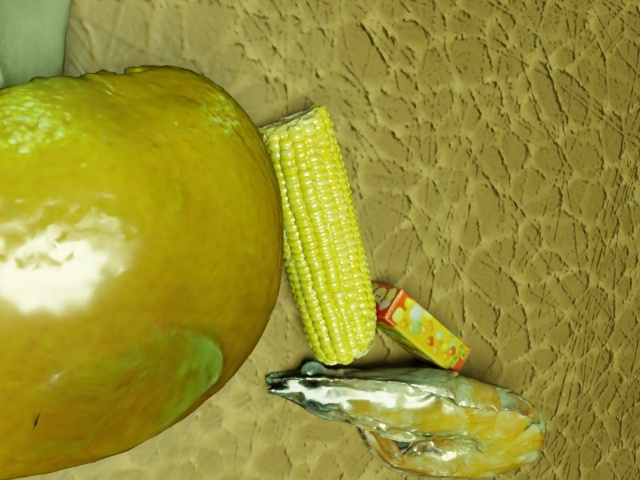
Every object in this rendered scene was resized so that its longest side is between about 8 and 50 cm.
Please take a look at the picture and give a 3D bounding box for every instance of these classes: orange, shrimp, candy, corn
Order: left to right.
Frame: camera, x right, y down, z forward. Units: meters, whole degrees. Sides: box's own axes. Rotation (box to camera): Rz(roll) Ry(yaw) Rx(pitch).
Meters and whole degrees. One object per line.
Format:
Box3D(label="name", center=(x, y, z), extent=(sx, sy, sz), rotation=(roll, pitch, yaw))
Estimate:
Box3D(label="orange", center=(-0.160, 0.024, 0.386), extent=(0.334, 0.196, 0.263), rotation=(-10, 119, -31))
Box3D(label="corn", center=(0.000, 0.000, 0.559), extent=(0.081, 0.081, 0.249), rotation=(-19, 104, -23))
Box3D(label="shrimp", center=(0.088, 0.198, 0.626), extent=(0.316, 0.062, 0.164), rotation=(15, 121, -11))
Box3D(label="candy", center=(0.100, 0.095, 0.631), extent=(0.122, 0.062, 0.038), rotation=(40, 76, -24))

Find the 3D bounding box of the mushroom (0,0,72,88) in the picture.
Box3D(label="mushroom", center=(-0.216, -0.189, 0.409), extent=(0.159, 0.122, 0.329), rotation=(6, 94, -18))
